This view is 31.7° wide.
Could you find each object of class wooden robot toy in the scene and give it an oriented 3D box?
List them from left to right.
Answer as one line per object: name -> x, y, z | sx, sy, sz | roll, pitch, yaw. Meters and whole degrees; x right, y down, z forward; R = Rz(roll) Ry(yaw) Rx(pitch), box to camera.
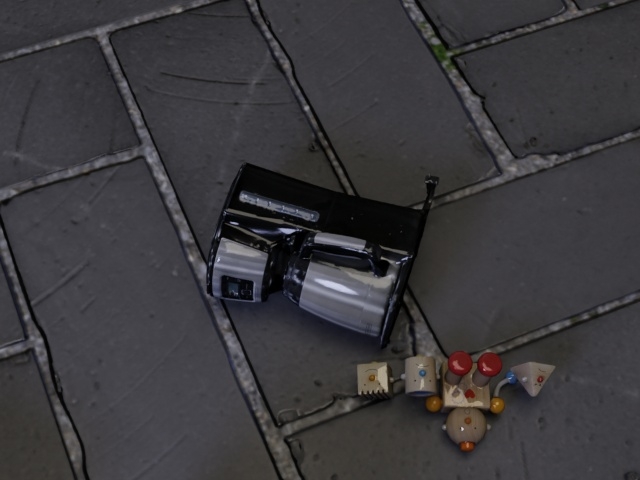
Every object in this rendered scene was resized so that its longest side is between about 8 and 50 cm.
wooden robot toy -> 0.119, 0.142, 0.978 | 0.173, 0.076, 0.079 | 1, 70, -2

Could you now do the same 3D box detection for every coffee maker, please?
coffee maker -> 0.000, 0.000, 1.041 | 0.178, 0.120, 0.171 | 17, 36, 6
